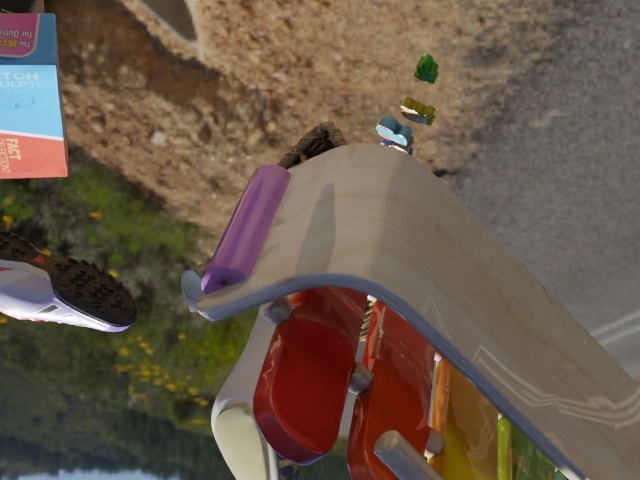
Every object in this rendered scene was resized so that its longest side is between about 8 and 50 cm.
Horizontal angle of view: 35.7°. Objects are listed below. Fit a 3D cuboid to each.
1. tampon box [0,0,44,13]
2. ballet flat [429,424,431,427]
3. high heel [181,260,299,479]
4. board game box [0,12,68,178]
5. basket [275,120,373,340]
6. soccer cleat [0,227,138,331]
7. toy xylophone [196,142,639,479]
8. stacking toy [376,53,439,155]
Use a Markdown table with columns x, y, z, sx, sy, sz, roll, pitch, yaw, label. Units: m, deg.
| x | y | z | sx | sy | sz | roll | pitch | yaw | label |
| --- | --- | --- | --- | --- | --- | --- | --- | --- | --- |
| -0.413 | -0.241 | 1.182 | 0.120 | 0.161 | 0.101 | 18 | 165 | -9 | tampon box |
| 0.160 | 0.274 | 1.082 | 0.057 | 0.168 | 0.052 | -27 | -175 | 1 | ballet flat |
| -0.015 | 0.118 | 0.921 | 0.186 | 0.261 | 0.093 | -22 | -167 | -41 | high heel |
| -0.436 | -0.146 | 1.054 | 0.316 | 0.064 | 0.242 | -3 | 156 | -12 | board game box |
| 0.000 | 0.000 | 1.592 | 0.213 | 0.299 | 0.223 | -25 | 149 | 1 | basket |
| -0.429 | 0.082 | 1.548 | 0.318 | 0.116 | 0.108 | 22 | -153 | 10 | soccer cleat |
| 0.077 | 0.092 | 0.472 | 0.081 | 0.323 | 0.236 | -36 | -168 | 29 | toy xylophone |
| 0.096 | -0.137 | 1.310 | 0.052 | 0.167 | 0.221 | 26 | 171 | 10 | stacking toy |
